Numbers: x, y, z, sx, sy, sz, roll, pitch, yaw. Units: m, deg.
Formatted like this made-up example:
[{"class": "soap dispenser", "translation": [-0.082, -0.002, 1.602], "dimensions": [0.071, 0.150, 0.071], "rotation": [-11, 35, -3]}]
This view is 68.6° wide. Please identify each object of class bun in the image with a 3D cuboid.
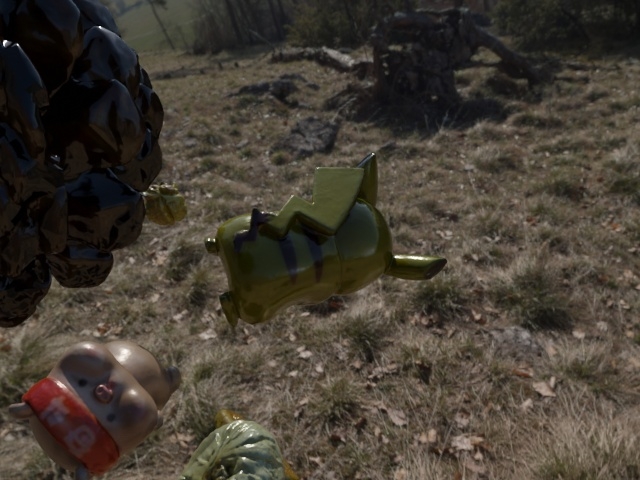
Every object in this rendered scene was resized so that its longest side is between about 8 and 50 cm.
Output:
[{"class": "bun", "translation": [-0.137, 0.355, 0.675], "dimensions": [0.188, 0.111, 0.164], "rotation": [-41, 46, 4]}]

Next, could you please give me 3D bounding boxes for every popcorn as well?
[{"class": "popcorn", "translation": [-0.281, -0.067, 0.818], "dimensions": [0.084, 0.084, 0.084], "rotation": [-14, 38, 11]}]

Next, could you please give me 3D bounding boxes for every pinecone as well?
[{"class": "pinecone", "translation": [-0.259, -0.082, 0.391], "dimensions": [0.298, 0.242, 0.296], "rotation": [-57, 28, 19]}]

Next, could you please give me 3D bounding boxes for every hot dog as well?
[{"class": "hot dog", "translation": [-0.135, 0.415, 0.923], "dimensions": [0.285, 0.087, 0.061], "rotation": [8, 64, 58]}]

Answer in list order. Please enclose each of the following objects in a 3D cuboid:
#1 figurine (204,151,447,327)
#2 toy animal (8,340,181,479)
[{"class": "figurine", "translation": [-0.007, 0.002, 0.709], "dimensions": [0.326, 0.169, 0.218], "rotation": [-13, 74, -24]}, {"class": "toy animal", "translation": [-0.300, 0.218, 0.639], "dimensions": [0.171, 0.172, 0.198], "rotation": [-15, 7, 9]}]
